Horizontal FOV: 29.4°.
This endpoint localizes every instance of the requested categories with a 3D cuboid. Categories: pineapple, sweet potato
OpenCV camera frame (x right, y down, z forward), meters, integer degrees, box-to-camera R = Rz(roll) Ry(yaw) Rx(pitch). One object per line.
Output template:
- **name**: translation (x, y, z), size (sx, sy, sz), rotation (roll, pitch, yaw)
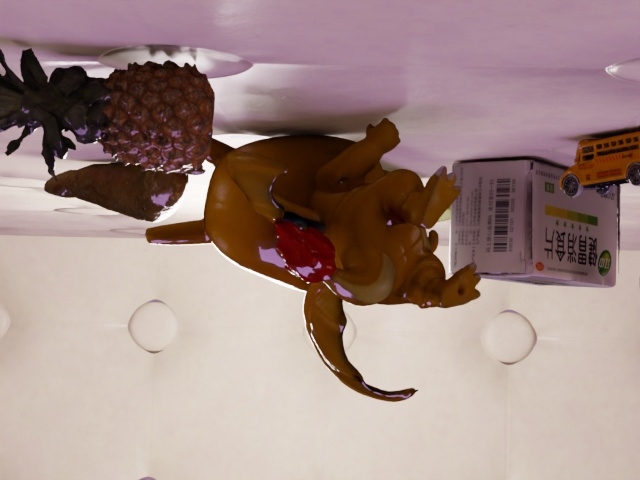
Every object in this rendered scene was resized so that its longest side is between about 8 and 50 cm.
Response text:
- **pineapple**: translation (-0.243, -0.132, 1.158), size (0.277, 0.130, 0.119), rotation (1, -155, -21)
- **sweet potato**: translation (-0.283, -0.080, 1.893), size (0.310, 0.098, 0.124), rotation (0, 154, 39)

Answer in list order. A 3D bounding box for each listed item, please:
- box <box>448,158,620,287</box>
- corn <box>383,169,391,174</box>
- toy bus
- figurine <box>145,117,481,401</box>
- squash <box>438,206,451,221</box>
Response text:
- **box**: translation (0.335, -0.020, 1.887), size (0.145, 0.173, 0.333), rotation (-2, 174, 36)
- **corn**: translation (0.085, -0.071, 1.895), size (0.097, 0.097, 0.320), rotation (-1, 177, 27)
- **toy bus**: translation (0.376, -0.098, 1.536), size (0.069, 0.074, 0.162), rotation (-4, 177, -35)
- **figurine**: translation (-0.009, -0.031, 1.523), size (0.387, 0.268, 0.401), rotation (20, 156, 45)
- **squash**: translation (0.155, -0.062, 2.271), size (0.219, 0.041, 0.219), rotation (1, 175, 0)
